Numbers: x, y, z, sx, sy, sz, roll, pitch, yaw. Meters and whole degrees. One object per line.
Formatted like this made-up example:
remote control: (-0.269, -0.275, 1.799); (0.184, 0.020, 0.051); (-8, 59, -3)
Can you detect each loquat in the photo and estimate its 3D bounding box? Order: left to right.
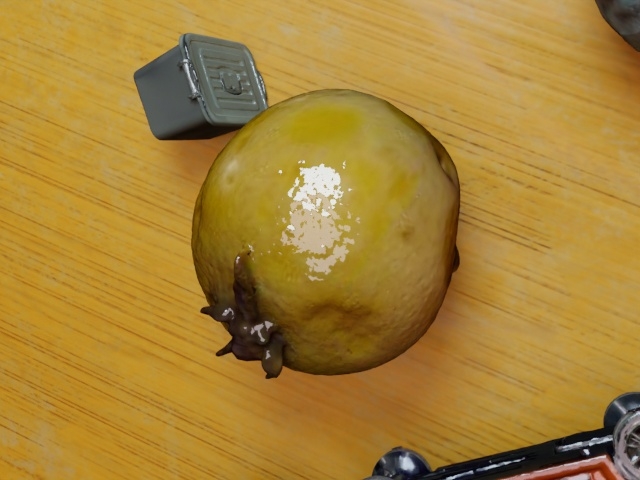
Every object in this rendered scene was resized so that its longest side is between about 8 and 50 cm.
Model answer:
loquat: (0.000, 0.000, 0.678); (0.244, 0.244, 0.243); (1, 94, 14)

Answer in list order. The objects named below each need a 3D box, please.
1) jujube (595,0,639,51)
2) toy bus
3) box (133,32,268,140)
jujube: (0.303, -0.285, 0.587); (0.247, 0.215, 0.307); (19, 85, -25)
toy bus: (0.174, 0.230, 0.689); (0.329, 0.143, 0.153); (-17, 82, 13)
box: (-0.107, -0.134, 0.755); (0.069, 0.122, 0.084); (-18, 88, 26)
